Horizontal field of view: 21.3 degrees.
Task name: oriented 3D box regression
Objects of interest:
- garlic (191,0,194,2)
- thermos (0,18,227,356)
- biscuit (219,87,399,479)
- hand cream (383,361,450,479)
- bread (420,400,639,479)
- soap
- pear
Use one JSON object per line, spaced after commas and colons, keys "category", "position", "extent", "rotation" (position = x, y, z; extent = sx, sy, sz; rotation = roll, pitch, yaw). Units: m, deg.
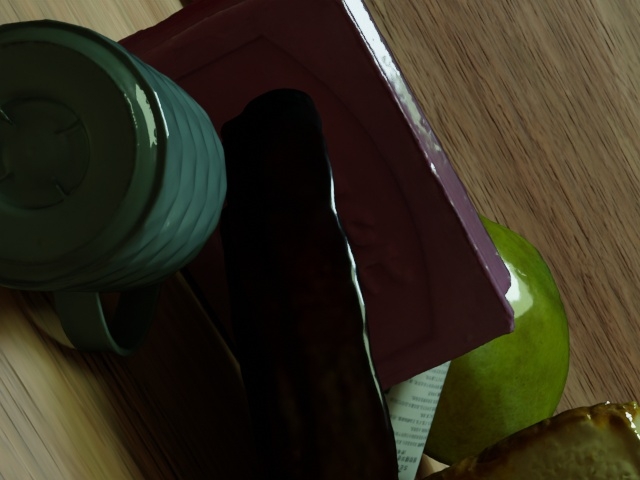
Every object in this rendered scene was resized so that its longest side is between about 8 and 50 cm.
{"category": "garlic", "position": [-0.067, -0.268, 2.129], "extent": [0.218, 0.219, 0.212], "rotation": [40, 57, -69]}
{"category": "thermos", "position": [-0.129, -0.023, 1.016], "extent": [0.286, 0.145, 0.182], "rotation": [27, 67, -80]}
{"category": "biscuit", "position": [-0.007, 0.097, 1.197], "extent": [0.407, 0.091, 0.407], "rotation": [167, -90, -89]}
{"category": "hand cream", "position": [0.089, 0.110, 1.570], "extent": [0.059, 0.276, 0.095], "rotation": [18, 1, 43]}
{"category": "bread", "position": [0.184, 0.243, 1.553], "extent": [0.114, 0.275, 0.185], "rotation": [68, 9, 16]}
{"category": "soap", "position": [-0.013, -0.042, 1.429], "extent": [0.359, 0.233, 0.128], "rotation": [60, 12, -19]}
{"category": "pear", "position": [0.161, 0.112, 1.971], "extent": [0.269, 0.269, 0.321], "rotation": [-95, 169, -69]}
